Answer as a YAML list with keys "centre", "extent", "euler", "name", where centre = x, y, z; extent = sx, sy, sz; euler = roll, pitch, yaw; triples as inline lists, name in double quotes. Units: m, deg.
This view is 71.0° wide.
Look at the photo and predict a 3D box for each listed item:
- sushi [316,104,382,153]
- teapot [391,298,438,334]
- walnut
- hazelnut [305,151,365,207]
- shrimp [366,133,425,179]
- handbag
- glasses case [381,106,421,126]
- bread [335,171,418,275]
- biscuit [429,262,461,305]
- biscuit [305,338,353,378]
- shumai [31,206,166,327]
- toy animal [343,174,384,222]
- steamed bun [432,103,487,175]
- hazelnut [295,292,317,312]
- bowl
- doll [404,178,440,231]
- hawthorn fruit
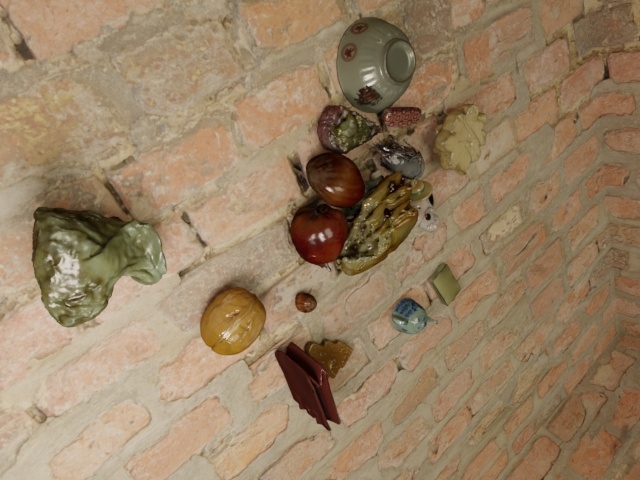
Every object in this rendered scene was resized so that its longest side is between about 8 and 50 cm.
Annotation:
- centre: [0.100, -0.381, 1.613]
  extent: [0.241, 0.107, 0.161]
  euler: [18, 95, -36]
  name: "sushi"
- centre: [0.406, 0.346, 1.974]
  extent: [0.232, 0.159, 0.159]
  euler: [4, 100, -35]
  name: "teapot"
- centre: [-0.288, 0.264, 1.473]
  extent: [0.193, 0.193, 0.226]
  euler: [44, 67, -33]
  name: "walnut"
- centre: [0.046, -0.209, 1.565]
  extent: [0.181, 0.212, 0.181]
  euler: [-26, 146, -12]
  name: "hazelnut"
- centre: [0.302, -0.336, 1.751]
  extent: [0.343, 0.116, 0.145]
  euler: [16, 92, -43]
  name: "shrimp"
- centre: [-0.045, 0.534, 1.651]
  extent: [0.084, 0.260, 0.275]
  euler: [-28, 118, -28]
  name: "handbag"
- centre: [0.313, -0.485, 1.757]
  extent: [0.194, 0.049, 0.073]
  euler: [-13, 130, -34]
  name: "glasses case"
- centre: [0.212, -0.034, 1.651]
  extent: [0.370, 0.191, 0.314]
  euler: [-50, 167, -15]
  name: "bread"
- centre: [0.591, 0.210, 2.130]
  extent: [0.121, 0.040, 0.199]
  euler: [-48, 124, -17]
  name: "biscuit"
- centre: [0.028, 0.482, 1.821]
  extent: [0.238, 0.041, 0.212]
  euler: [-18, 106, -29]
  name: "biscuit"
- centre: [-0.551, 0.035, 1.152]
  extent: [0.288, 0.292, 0.330]
  euler: [-7, 143, -20]
  name: "shumai"
- centre: [0.157, -0.167, 1.726]
  extent: [0.176, 0.073, 0.217]
  euler: [16, 97, -51]
  name: "toy animal"
- centre: [0.571, -0.426, 1.899]
  extent: [0.292, 0.137, 0.295]
  euler: [-25, 123, -31]
  name: "steamed bun"
- centre: [-0.054, 0.235, 1.679]
  extent: [0.086, 0.086, 0.086]
  euler: [-9, 107, -32]
  name: "hazelnut"
- centre: [0.235, -0.630, 1.606]
  extent: [0.337, 0.157, 0.337]
  euler: [-9, 107, -31]
  name: "bowl"
- centre: [0.412, -0.142, 1.853]
  extent: [0.271, 0.144, 0.208]
  euler: [-1, 105, -53]
  name: "doll"
- centre: [0.000, 0.000, 1.578]
  extent: [0.208, 0.208, 0.248]
  euler: [-19, 114, -29]
  name: "hawthorn fruit"
